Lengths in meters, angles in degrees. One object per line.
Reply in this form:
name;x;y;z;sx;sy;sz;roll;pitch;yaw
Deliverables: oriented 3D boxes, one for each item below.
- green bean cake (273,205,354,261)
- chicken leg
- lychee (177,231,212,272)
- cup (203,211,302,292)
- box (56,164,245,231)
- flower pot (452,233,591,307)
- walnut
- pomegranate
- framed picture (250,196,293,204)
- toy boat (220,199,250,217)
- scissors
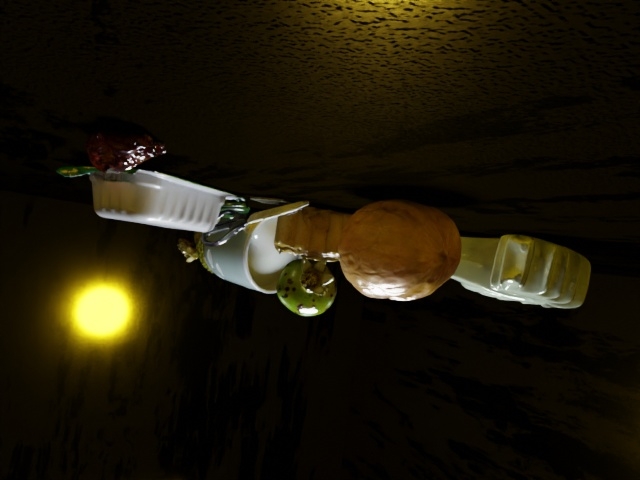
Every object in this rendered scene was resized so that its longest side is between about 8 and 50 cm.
green bean cake;-0.004;-0.016;1.199;0.223;0.131;0.230;6;175;-3
chicken leg;-0.271;-0.118;0.624;0.093;0.053;0.205;-8;-168;-37
lychee;-0.398;0.016;1.870;0.319;0.270;0.270;-26;-167;-25
cup;-0.267;-0.001;1.533;0.274;0.260;0.357;7;147;42
box;-0.370;-0.086;1.042;0.263;0.106;0.336;7;177;27
flower pot;0.482;0.070;1.208;0.254;0.165;0.367;16;174;-33
walnut;0.138;0.017;0.816;0.195;0.196;0.221;10;176;-38
pomegranate;-0.024;0.103;1.155;0.156;0.156;0.220;9;143;-19
framed picture;-0.117;-0.096;1.114;0.089;0.007;0.066;7;177;25
toy boat;-0.290;-0.093;1.297;0.210;0.052;0.104;5;174;33
scissors;-0.158;-0.053;1.088;0.299;0.109;0.022;-13;137;22
